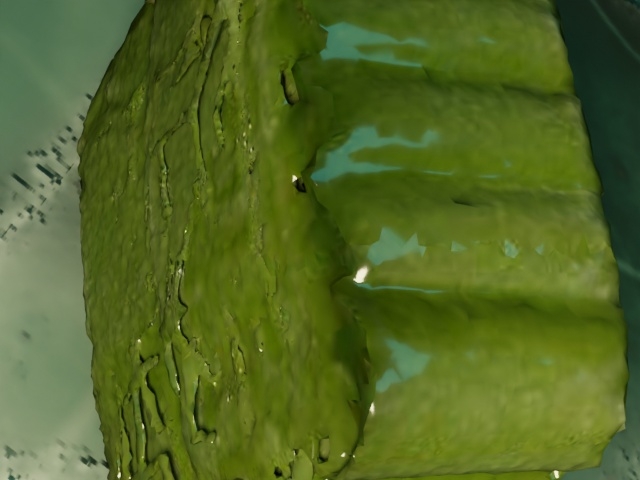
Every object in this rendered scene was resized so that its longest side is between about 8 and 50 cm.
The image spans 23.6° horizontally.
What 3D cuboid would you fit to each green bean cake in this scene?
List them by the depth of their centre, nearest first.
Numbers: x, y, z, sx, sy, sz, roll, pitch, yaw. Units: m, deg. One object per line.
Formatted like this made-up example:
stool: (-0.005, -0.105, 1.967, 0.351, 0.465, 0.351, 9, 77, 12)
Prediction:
green bean cake: (0.000, 0.000, 0.511, 0.113, 0.200, 0.214, 4, 69, -28)
